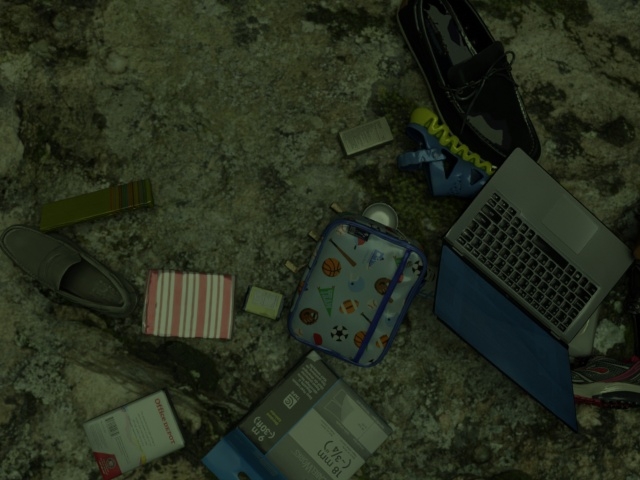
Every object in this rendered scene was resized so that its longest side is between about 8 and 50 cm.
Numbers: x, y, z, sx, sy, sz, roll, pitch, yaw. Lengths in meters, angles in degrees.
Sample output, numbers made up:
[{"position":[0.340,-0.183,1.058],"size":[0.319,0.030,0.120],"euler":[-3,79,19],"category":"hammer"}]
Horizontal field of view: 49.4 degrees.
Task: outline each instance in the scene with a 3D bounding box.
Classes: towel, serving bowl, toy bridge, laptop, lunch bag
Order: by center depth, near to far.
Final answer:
[{"position":[0.450,0.082,1.396],"size":[0.382,0.236,0.408],"euler":[40,88,-11],"category":"laptop"},{"position":[0.082,0.099,1.446],"size":[0.243,0.115,0.303],"euler":[24,104,-2],"category":"lunch bag"},{"position":[-0.476,-0.075,1.487],"size":[0.237,0.102,0.021],"euler":[-15,127,-6],"category":"towel"},{"position":[-0.282,0.139,1.505],"size":[0.197,0.029,0.144],"euler":[4,83,-7],"category":"towel"},{"position":[0.000,0.000,1.547],"size":[0.063,0.026,0.188],"euler":[39,81,-2],"category":"toy bridge"},{"position":[0.131,-0.041,1.563],"size":[0.083,0.027,0.083],"euler":[1,82,-5],"category":"serving bowl"}]

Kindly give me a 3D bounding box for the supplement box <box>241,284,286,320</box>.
[{"position":[-0.121,0.135,1.490],"size":[0.083,0.083,0.056],"euler":[17,82,-2],"category":"supplement box"}]

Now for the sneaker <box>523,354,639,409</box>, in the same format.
[{"position":[0.573,0.304,1.528],"size":[0.299,0.121,0.112],"euler":[7,69,-12],"category":"sneaker"}]

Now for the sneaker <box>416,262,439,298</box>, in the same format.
[{"position":[0.194,0.068,1.528],"size":[0.237,0.086,0.085],"euler":[21,80,-4],"category":"sneaker"}]

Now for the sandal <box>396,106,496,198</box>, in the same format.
[{"position":[0.293,-0.147,1.553],"size":[0.317,0.126,0.138],"euler":[41,85,9],"category":"sandal"}]

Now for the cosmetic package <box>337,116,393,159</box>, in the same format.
[{"position":[0.101,-0.232,1.577],"size":[0.115,0.041,0.060],"euler":[-19,85,-8],"category":"cosmetic package"}]

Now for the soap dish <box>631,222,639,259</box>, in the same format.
[{"position":[0.833,0.025,1.536],"size":[0.291,0.118,0.229],"euler":[39,45,0],"category":"soap dish"}]

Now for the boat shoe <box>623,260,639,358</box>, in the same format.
[{"position":[0.729,0.160,1.576],"size":[0.076,0.080,0.228],"euler":[-10,92,-8],"category":"boat shoe"}]

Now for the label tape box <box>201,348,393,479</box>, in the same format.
[{"position":[-0.051,0.429,1.450],"size":[0.334,0.106,0.240],"euler":[-44,88,-9],"category":"label tape box"}]

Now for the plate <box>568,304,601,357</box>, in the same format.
[{"position":[0.519,0.102,1.575],"size":[0.278,0.045,0.277],"euler":[17,81,-4],"category":"plate"}]

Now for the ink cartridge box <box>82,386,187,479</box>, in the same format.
[{"position":[-0.379,0.398,1.438],"size":[0.175,0.072,0.127],"euler":[-22,85,-8],"category":"ink cartridge box"}]

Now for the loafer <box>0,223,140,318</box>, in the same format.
[{"position":[-0.524,0.059,1.446],"size":[0.319,0.111,0.112],"euler":[27,81,-2],"category":"loafer"}]

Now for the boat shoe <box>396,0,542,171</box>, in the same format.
[{"position":[0.340,-0.365,1.561],"size":[0.187,0.156,0.500],"euler":[-29,88,-10],"category":"boat shoe"}]
